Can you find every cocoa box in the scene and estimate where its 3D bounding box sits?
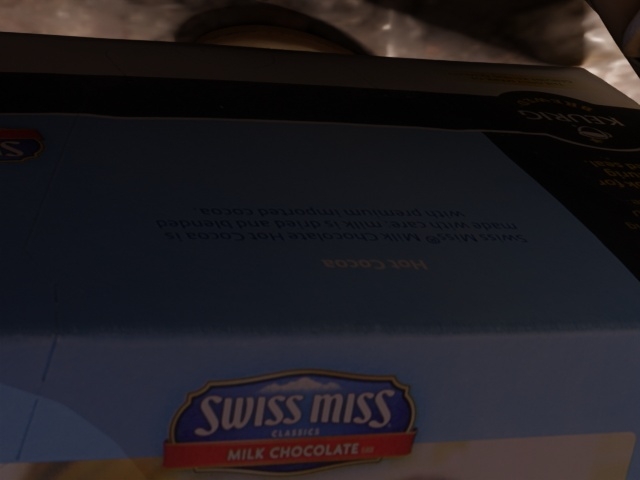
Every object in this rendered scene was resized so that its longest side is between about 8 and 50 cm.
[{"bbox_3d":[-0.024,0.073,0.543,0.347,0.228,0.231,0,116,-25],"label":"cocoa box"}]

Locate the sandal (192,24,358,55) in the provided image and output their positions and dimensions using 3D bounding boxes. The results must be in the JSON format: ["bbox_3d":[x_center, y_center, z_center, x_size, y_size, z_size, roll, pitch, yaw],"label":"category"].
[{"bbox_3d":[0.006,-0.001,0.704,0.088,0.079,0.240,-9,153,12],"label":"sandal"}]

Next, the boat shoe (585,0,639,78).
[{"bbox_3d":[0.132,-0.101,0.474,0.121,0.110,0.341,-18,150,29],"label":"boat shoe"}]
